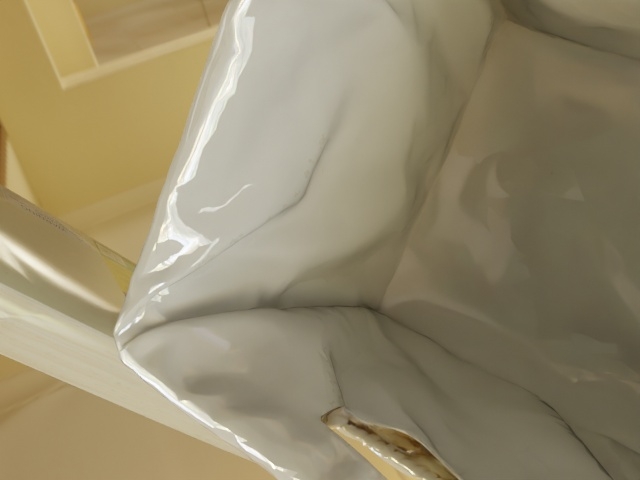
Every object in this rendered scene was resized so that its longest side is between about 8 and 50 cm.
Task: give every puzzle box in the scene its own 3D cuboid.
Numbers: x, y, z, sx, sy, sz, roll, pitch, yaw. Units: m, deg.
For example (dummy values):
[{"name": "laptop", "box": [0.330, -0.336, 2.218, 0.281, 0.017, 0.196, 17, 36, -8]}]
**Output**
[{"name": "puzzle box", "box": [-0.225, 0.049, 0.691, 0.052, 0.409, 0.272, -53, -144, 1]}]

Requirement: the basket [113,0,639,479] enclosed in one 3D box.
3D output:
[{"name": "basket", "box": [0.126, -0.014, 0.406, 0.328, 0.331, 0.266, 26, -173, 32]}]
